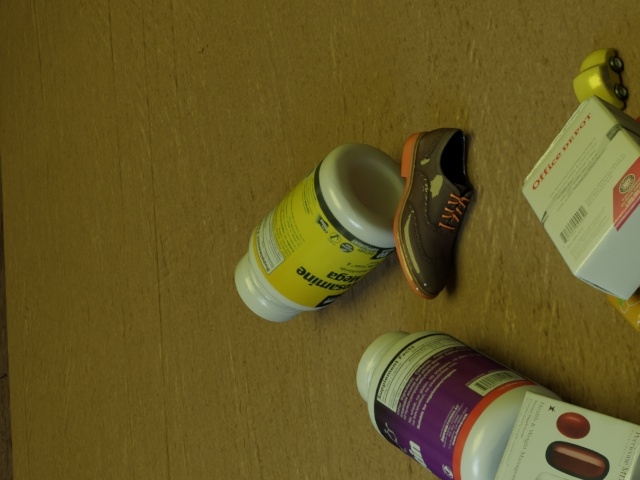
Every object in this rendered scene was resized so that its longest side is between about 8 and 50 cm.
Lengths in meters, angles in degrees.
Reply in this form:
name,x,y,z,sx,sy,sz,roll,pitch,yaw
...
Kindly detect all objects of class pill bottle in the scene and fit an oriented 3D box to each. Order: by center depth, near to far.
name,x,y,z,sx,sy,sz,roll,pitch,yaw
pill bottle,0.189,0.239,1.688,0.323,0.181,0.181,27,105,54
pill bottle,0.000,0.000,2.007,0.334,0.188,0.188,-43,50,42

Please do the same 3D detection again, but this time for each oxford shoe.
name,x,y,z,sx,sy,sz,roll,pitch,yaw
oxford shoe,0.179,-0.046,1.849,0.098,0.097,0.271,-13,71,47

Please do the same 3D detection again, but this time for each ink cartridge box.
name,x,y,z,sx,sy,sz,roll,pitch,yaw
ink cartridge box,0.348,-0.056,1.456,0.158,0.092,0.218,-55,26,21

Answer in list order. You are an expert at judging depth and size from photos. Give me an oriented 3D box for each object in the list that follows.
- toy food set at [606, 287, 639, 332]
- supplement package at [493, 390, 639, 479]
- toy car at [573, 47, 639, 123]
name,x,y,z,sx,sy,sz,roll,pitch,yaw
toy food set,0.443,-0.001,1.446,0.232,0.111,0.104,-59,39,18
supplement package,0.334,0.312,1.463,0.203,0.149,0.194,10,77,55
toy car,0.373,-0.122,1.622,0.225,0.053,0.239,-60,40,27
